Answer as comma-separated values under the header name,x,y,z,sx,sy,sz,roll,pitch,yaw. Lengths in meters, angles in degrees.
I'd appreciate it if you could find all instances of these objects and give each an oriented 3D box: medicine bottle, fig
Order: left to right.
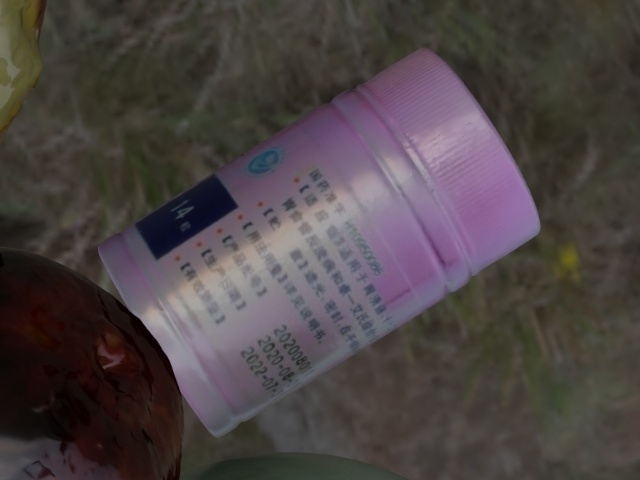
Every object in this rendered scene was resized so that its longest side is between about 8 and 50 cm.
name,x,y,z,sx,sy,sz,roll,pitch,yaw
fig,-0.192,0.120,0.953,0.249,0.204,0.186,-28,119,16
medicine bottle,0.000,0.000,1.284,0.254,0.152,0.152,-32,148,-3

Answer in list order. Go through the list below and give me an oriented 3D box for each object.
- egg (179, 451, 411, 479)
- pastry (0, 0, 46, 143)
name,x,y,z,sx,sy,sz,roll,pitch,yaw
egg,-0.019,0.267,1.204,0.276,0.276,0.389,-31,157,22
pastry,-0.310,-0.157,1.063,0.388,0.388,0.312,-32,160,24
